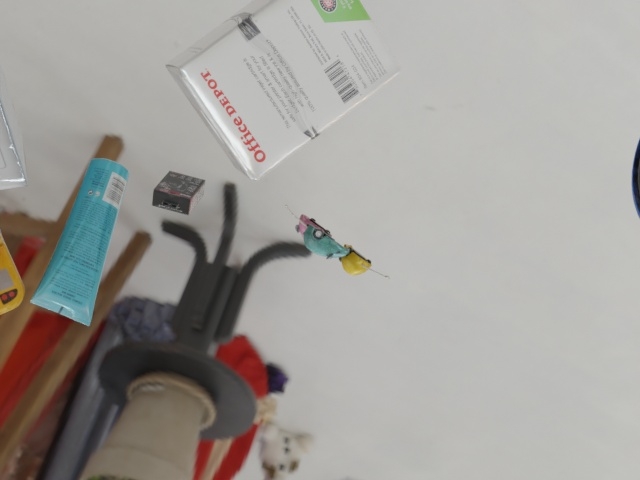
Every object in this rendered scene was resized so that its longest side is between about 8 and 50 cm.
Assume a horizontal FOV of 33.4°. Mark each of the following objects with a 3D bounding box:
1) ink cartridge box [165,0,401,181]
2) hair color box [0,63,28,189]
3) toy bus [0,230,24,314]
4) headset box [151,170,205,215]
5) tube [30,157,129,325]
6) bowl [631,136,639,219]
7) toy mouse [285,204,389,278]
[{"bbox_3d":[-0.054,-0.247,1.535,0.198,0.273,0.115,56,171,-22],"label":"ink cartridge box"},{"bbox_3d":[-0.513,-0.199,1.401,0.185,0.113,0.374,-9,153,-9],"label":"hair color box"},{"bbox_3d":[-0.429,0.035,1.297,0.130,0.108,0.333,68,165,-4],"label":"toy bus"},{"bbox_3d":[-0.223,-0.073,1.672,0.062,0.083,0.032,14,120,5],"label":"headset box"},{"bbox_3d":[-0.295,-0.002,1.347,0.080,0.207,0.052,24,156,-23],"label":"tube"},{"bbox_3d":[0.550,-0.127,1.302,0.077,0.391,0.391,32,140,-27],"label":"bowl"},{"bbox_3d":[0.000,0.000,1.407,0.143,0.031,0.161,33,-175,-30],"label":"toy mouse"}]
